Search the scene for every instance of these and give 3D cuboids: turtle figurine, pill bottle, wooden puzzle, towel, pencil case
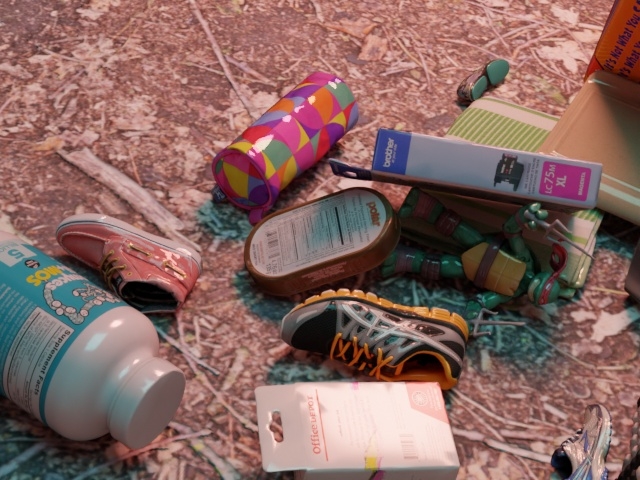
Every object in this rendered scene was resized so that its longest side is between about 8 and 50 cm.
[{"bbox_3d":[0.196,0.031,1.459,0.234,0.175,0.118,23,1,19],"label":"turtle figurine"},{"bbox_3d":[-0.268,0.107,1.274,0.264,0.146,0.146,29,46,20],"label":"pill bottle"},{"bbox_3d":[0.418,-0.114,1.654,0.220,0.044,0.239,25,50,16],"label":"wooden puzzle"},{"bbox_3d":[0.262,-0.071,1.640,0.247,0.038,0.325,20,45,13],"label":"towel"},{"bbox_3d":[-0.044,-0.125,1.606,0.104,0.104,0.236,27,47,19],"label":"pencil case"}]

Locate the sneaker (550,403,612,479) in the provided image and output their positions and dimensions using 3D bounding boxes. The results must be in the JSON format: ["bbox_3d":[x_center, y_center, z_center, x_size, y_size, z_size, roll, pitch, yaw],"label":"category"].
[{"bbox_3d":[0.274,0.222,1.310,0.058,0.052,0.135,10,42,8],"label":"sneaker"}]

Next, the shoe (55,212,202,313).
[{"bbox_3d":[-0.229,0.027,1.427,0.177,0.064,0.081,17,37,2],"label":"shoe"}]

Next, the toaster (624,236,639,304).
[{"bbox_3d":[0.462,0.018,1.479,0.185,0.168,0.110,-21,47,-30],"label":"toaster"}]

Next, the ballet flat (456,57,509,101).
[{"bbox_3d":[0.233,-0.237,1.815,0.041,0.041,0.114,30,45,22],"label":"ballet flat"}]

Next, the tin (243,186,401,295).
[{"bbox_3d":[0.000,0.000,1.456,0.189,0.040,0.106,-19,56,11],"label":"tin"}]

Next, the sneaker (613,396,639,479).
[{"bbox_3d":[0.392,0.207,1.316,0.118,0.110,0.292,25,52,6],"label":"sneaker"}]

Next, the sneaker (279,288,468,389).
[{"bbox_3d":[0.061,0.113,1.372,0.214,0.084,0.083,6,47,-5],"label":"sneaker"}]

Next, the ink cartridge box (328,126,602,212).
[{"bbox_3d":[0.168,-0.085,1.498,0.311,0.065,0.186,7,0,3],"label":"ink cartridge box"}]

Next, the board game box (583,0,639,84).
[{"bbox_3d":[0.613,-0.370,1.671,0.356,0.356,0.356,23,71,6],"label":"board game box"}]

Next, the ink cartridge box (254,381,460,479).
[{"bbox_3d":[0.031,0.208,1.272,0.198,0.067,0.115,1,42,-10],"label":"ink cartridge box"}]
